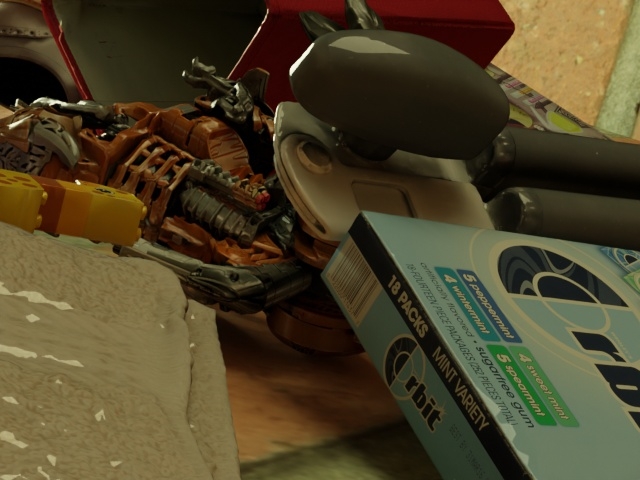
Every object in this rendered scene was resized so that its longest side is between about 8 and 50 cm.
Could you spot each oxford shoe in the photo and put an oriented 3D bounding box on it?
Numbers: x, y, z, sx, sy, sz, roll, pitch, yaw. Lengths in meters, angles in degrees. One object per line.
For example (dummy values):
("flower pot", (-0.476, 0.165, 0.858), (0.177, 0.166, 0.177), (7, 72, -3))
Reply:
("oxford shoe", (-0.130, -0.084, 1.225), (0.271, 0.097, 0.098), (24, 45, 8))

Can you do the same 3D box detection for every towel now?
("towel", (-0.159, 0.034, 0.529), (0.282, 0.049, 0.187), (12, 23, -16))

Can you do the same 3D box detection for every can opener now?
("can opener", (0.099, -0.027, 0.813), (0.280, 0.093, 0.074), (9, 51, -37))

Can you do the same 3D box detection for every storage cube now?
("storage cube", (-0.030, -0.143, 1.099), (0.193, 0.215, 0.183), (-2, 54, -39))

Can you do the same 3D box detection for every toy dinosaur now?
("toy dinosaur", (0.000, 0.000, 0.884), (0.322, 0.164, 0.218), (38, 24, -5))

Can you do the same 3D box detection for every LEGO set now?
("LEGO set", (-0.132, -0.001, 0.733), (0.093, 0.087, 0.227), (11, 13, -25))

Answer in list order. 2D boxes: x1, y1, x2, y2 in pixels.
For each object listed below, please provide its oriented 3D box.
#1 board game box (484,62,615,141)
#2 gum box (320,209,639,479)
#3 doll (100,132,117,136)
("board game box", (0.033, -0.116, 1.315), (0.347, 0.056, 0.208), (36, 41, 25))
("gum box", (0.111, 0.062, 0.739), (0.184, 0.041, 0.157), (7, 37, -37))
("doll", (-0.184, -0.042, 0.954), (0.129, 0.046, 0.189), (1, 3, 35))
